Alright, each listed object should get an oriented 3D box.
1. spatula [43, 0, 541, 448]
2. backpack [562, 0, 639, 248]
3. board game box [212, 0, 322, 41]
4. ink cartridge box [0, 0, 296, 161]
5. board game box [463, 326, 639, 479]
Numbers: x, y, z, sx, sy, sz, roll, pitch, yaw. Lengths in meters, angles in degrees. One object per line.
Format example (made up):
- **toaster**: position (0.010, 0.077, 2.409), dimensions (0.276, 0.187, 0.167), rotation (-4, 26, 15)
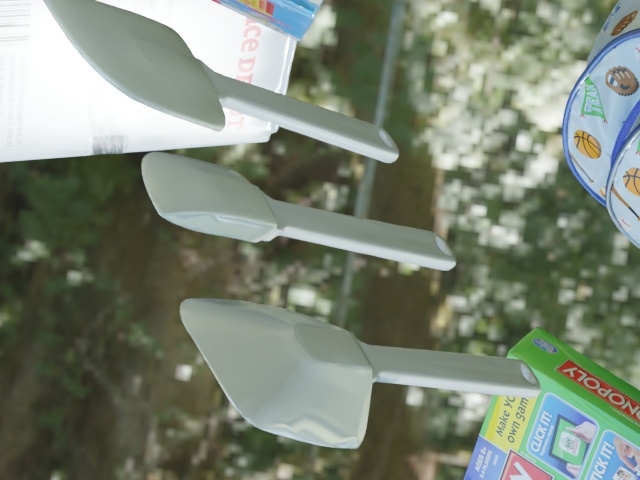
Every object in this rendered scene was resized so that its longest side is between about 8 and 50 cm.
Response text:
- **spatula**: position (0.000, 0.000, 0.675), dimensions (0.019, 0.168, 0.242), rotation (-38, 158, 18)
- **backpack**: position (0.341, -0.095, 1.612), dimensions (0.263, 0.276, 0.213), rotation (28, -138, 9)
- **board game box**: position (0.018, -0.269, 1.050), dimensions (0.086, 0.302, 0.308), rotation (25, -177, -3)
- **ink cartridge box**: position (-0.180, -0.174, 1.364), dimensions (0.307, 0.129, 0.223), rotation (-5, 144, -15)
- **board game box**: position (0.194, 0.243, 1.387), dimensions (0.213, 0.317, 0.046), rotation (31, -140, 22)
